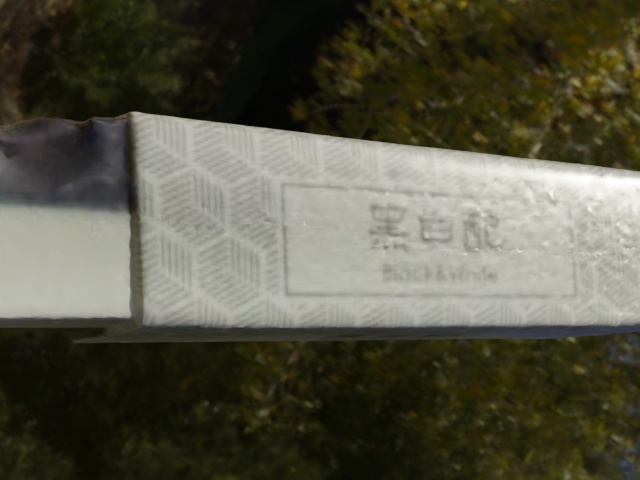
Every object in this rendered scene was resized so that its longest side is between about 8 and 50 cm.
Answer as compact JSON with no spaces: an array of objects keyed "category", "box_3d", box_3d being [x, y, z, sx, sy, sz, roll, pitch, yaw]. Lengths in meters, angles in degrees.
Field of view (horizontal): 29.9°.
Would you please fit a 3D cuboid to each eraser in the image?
[{"category":"eraser","box_3d":[0.000,0.000,0.605,0.096,0.404,0.098,-15,-105,57]}]
